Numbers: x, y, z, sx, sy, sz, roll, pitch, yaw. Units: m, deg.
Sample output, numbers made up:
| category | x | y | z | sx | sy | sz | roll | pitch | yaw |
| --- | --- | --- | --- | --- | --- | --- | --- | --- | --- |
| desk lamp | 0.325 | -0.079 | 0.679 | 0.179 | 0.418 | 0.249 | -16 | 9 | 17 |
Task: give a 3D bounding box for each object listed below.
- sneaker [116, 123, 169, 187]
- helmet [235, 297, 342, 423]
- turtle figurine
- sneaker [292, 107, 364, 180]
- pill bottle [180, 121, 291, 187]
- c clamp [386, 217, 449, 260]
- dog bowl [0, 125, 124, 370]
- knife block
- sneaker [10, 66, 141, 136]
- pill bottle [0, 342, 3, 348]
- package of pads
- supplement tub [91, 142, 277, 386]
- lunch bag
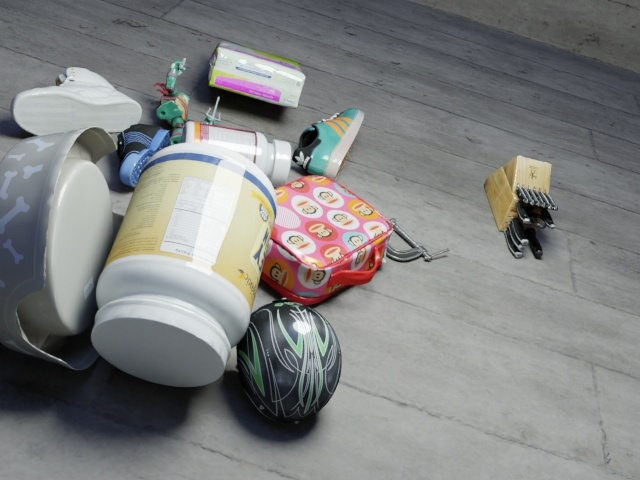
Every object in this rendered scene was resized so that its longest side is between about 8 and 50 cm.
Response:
| category | x | y | z | sx | sy | sz | roll | pitch | yaw |
| --- | --- | --- | --- | --- | --- | --- | --- | --- | --- |
| sneaker | -0.382 | -0.177 | 1.724 | 0.090 | 0.082 | 0.232 | 14 | 26 | 1 |
| helmet | -0.045 | 0.181 | 1.270 | 0.169 | 0.170 | 0.161 | 1 | 19 | -25 |
| turtle figurine | -0.312 | -0.301 | 1.913 | 0.175 | 0.118 | 0.234 | 51 | 20 | -25 |
| sneaker | 0.020 | -0.246 | 1.988 | 0.121 | 0.108 | 0.302 | 23 | 34 | 1 |
| pill bottle | -0.181 | -0.174 | 1.768 | 0.221 | 0.121 | 0.121 | 7 | 33 | -16 |
| c clamp | 0.168 | -0.001 | 1.772 | 0.137 | 0.022 | 0.160 | -21 | 50 | -38 |
| dog bowl | -0.373 | 0.009 | 1.211 | 0.102 | 0.349 | 0.349 | 4 | 32 | 5 |
| knife block | 0.454 | -0.059 | 1.956 | 0.088 | 0.242 | 0.275 | 13 | -13 | -9 |
| sneaker | -0.551 | -0.299 | 1.810 | 0.292 | 0.108 | 0.169 | -5 | 36 | -48 |
| pill bottle | -0.548 | 0.079 | 1.205 | 0.219 | 0.123 | 0.123 | 26 | 33 | 12 |
| package of pads | -0.165 | -0.417 | 2.109 | 0.229 | 0.101 | 0.296 | 14 | 15 | -8 |
| supplement tub | -0.201 | 0.036 | 1.270 | 0.228 | 0.228 | 0.316 | 15 | 55 | -4 |
| lunch bag | 0.000 | 0.000 | 1.591 | 0.258 | 0.120 | 0.293 | 35 | 35 | 24 |
